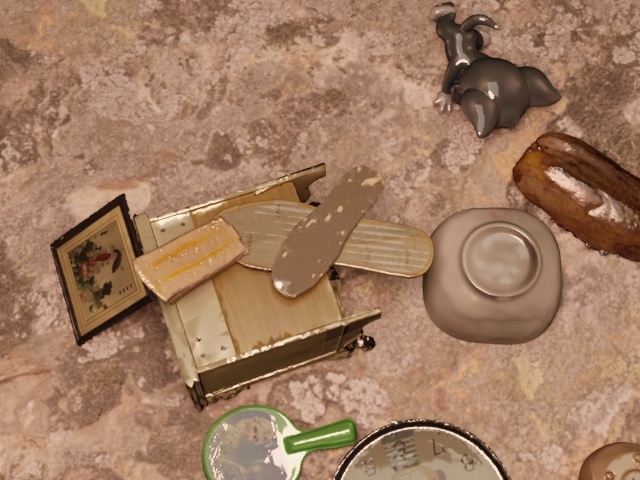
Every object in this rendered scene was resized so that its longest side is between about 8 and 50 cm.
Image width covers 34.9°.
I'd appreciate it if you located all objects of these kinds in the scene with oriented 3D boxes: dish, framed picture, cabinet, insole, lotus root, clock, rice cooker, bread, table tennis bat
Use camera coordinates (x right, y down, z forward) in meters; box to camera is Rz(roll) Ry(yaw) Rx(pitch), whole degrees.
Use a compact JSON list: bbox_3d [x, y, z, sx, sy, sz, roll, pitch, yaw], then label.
[{"bbox_3d":[0.294,0.048,1.706,0.256,0.117,0.256,0,72,0],"label":"dish"},{"bbox_3d":[-0.367,0.052,1.704,0.195,0.010,0.199,-30,70,29],"label":"framed picture"},{"bbox_3d":[-0.099,0.074,1.643,0.318,0.227,0.289,-18,72,-9],"label":"cabinet"},{"bbox_3d":[0.000,0.000,1.549,0.349,0.009,0.118,8,70,-1],"label":"insole"},{"bbox_3d":[0.495,-0.073,1.769,0.329,0.078,0.167,32,76,10],"label":"lotus root"},{"bbox_3d":[0.157,0.429,1.588,0.313,0.061,0.312,-3,67,6],"label":"clock"},{"bbox_3d":[0.010,-0.017,1.546,0.081,0.011,0.248,37,71,7],"label":"insole"},{"bbox_3d":[0.493,0.410,1.583,0.145,0.127,0.206,-29,66,-9],"label":"rice cooker"},{"bbox_3d":[-0.185,0.023,1.475,0.152,0.105,0.077,-37,83,-6],"label":"bread"},{"bbox_3d":[-0.066,0.337,1.653,0.257,0.039,0.160,-13,74,-2],"label":"table tennis bat"}]

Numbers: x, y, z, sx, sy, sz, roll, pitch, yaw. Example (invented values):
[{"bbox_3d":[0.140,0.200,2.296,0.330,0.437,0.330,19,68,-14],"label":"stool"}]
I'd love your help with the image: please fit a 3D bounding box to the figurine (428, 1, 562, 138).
[{"bbox_3d":[0.297,-0.314,1.821,0.193,0.140,0.265,-15,86,-23],"label":"figurine"}]
